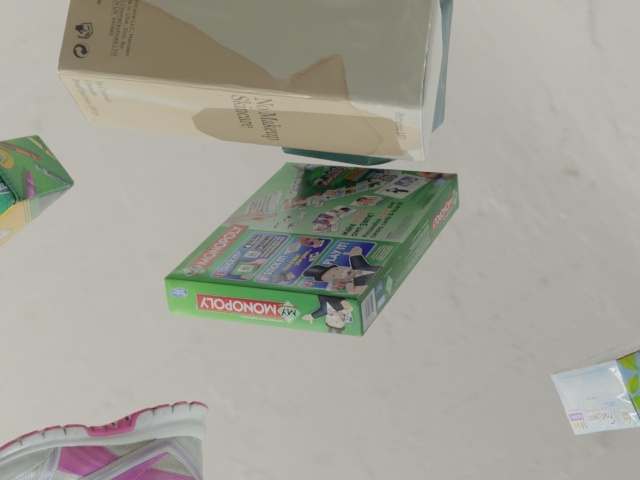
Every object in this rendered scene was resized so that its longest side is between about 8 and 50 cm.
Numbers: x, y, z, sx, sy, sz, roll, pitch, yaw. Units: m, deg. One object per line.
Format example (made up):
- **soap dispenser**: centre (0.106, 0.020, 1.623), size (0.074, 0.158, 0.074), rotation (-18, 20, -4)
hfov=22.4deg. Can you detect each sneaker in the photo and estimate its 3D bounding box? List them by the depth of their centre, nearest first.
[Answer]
- **sneaker**: centre (-0.213, 0.223, 1.477), size (0.103, 0.252, 0.111), rotation (146, -67, -70)

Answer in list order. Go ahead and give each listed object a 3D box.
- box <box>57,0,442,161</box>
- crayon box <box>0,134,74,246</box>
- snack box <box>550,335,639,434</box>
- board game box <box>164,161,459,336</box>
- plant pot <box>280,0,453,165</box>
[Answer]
- **box**: centre (-0.054, -0.160, 1.399), size (0.311, 0.148, 0.121), rotation (6, -105, 8)
- **crayon box**: centre (-0.433, -0.005, 1.851), size (0.278, 0.165, 0.081), rotation (-37, -92, 16)
- **snack box**: centre (0.337, 0.107, 1.471), size (0.207, 0.174, 0.070), rotation (-20, -95, -13)
- **board game box**: centre (0.000, 0.000, 1.722), size (0.213, 0.317, 0.046), rotation (5, -63, 23)
- **plant pot**: centre (0.039, -0.181, 1.844), size (0.165, 0.234, 0.166), rotation (10, -64, 15)
